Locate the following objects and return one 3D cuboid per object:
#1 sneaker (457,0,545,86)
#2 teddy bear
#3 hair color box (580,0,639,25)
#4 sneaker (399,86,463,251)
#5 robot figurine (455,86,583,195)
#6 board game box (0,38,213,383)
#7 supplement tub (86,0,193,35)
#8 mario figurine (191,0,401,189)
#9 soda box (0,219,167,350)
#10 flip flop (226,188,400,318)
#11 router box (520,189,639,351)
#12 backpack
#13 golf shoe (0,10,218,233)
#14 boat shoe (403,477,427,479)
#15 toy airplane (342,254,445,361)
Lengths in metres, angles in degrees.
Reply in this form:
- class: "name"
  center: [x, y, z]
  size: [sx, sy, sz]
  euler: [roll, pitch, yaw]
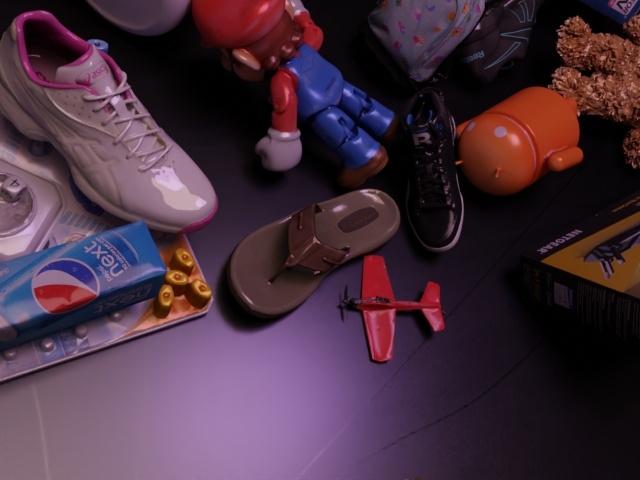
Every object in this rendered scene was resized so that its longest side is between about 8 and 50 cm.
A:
- class: "sneaker"
  center: [0.297, -0.342, 1.299]
  size: [0.267, 0.101, 0.106]
  euler: [-40, 110, -37]
- class: "teddy bear"
  center: [0.519, -0.249, 1.293]
  size: [0.338, 0.113, 0.245]
  euler: [30, 67, -12]
- class: "hair color box"
  center: [0.392, -0.507, 1.360]
  size: [0.347, 0.105, 0.174]
  euler: [27, 28, -6]
- class: "sneaker"
  center: [0.140, -0.101, 1.063]
  size: [0.079, 0.121, 0.216]
  euler: [-7, 69, 18]
- class: "robot figurine"
  center: [0.289, -0.144, 1.156]
  size: [0.219, 0.128, 0.158]
  euler: [-32, 78, -31]
- class: "board game box"
  center: [-0.363, -0.042, 0.893]
  size: [0.390, 0.050, 0.390]
  euler: [-17, 72, -28]
- class: "supplement tub"
  center: [-0.198, -0.424, 1.071]
  size: [0.191, 0.191, 0.272]
  euler: [34, 57, -2]
- class: "mario figurine"
  center: [-0.047, -0.213, 1.063]
  size: [0.320, 0.170, 0.198]
  euler: [43, 18, -20]
- class: "soda box"
  center: [-0.269, 0.050, 0.809]
  size: [0.210, 0.071, 0.067]
  euler: [-20, 73, -29]
- class: "flip flop"
  center: [0.000, 0.000, 0.996]
  size: [0.277, 0.080, 0.112]
  euler: [-27, 77, -31]
- class: "router box"
  center: [0.466, 0.032, 1.079]
  size: [0.309, 0.243, 0.081]
  euler: [-24, 120, -30]
- class: "backpack"
  center: [0.153, -0.319, 1.153]
  size: [0.152, 0.182, 0.115]
  euler: [52, 35, 5]
- class: "golf shoe"
  center: [-0.237, -0.127, 0.875]
  size: [0.306, 0.140, 0.115]
  euler: [38, 55, -2]
- class: "boat shoe"
  center: [0.069, 0.327, 0.882]
  size: [0.056, 0.048, 0.153]
  euler: [47, 63, -8]
- class: "toy airplane"
  center: [0.099, 0.086, 1.022]
  size: [0.151, 0.028, 0.151]
  euler: [9, 60, -17]
